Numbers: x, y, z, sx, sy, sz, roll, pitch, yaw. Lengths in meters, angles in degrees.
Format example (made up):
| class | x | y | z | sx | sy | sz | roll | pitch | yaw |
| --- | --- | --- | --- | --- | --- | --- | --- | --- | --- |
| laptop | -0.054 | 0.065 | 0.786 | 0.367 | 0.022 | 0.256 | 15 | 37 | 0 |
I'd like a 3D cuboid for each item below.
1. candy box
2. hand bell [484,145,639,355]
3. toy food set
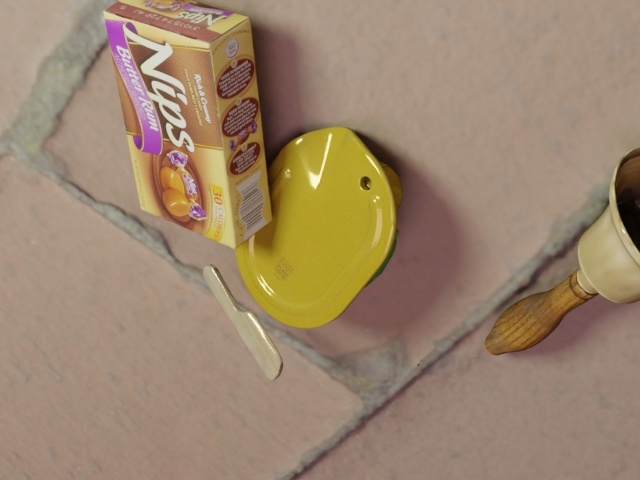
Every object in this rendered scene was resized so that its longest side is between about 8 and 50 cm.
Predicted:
| class | x | y | z | sx | sy | sz | roll | pitch | yaw |
| --- | --- | --- | --- | --- | --- | --- | --- | --- | --- |
| candy box | -0.101 | -0.095 | 1.011 | 0.109 | 0.053 | 0.187 | 22 | 136 | 31 |
| hand bell | 0.205 | 0.036 | 1.033 | 0.126 | 0.126 | 0.242 | 35 | 141 | -11 |
| toy food set | 0.000 | 0.000 | 1.075 | 0.128 | 0.071 | 0.218 | 50 | 125 | 16 |
